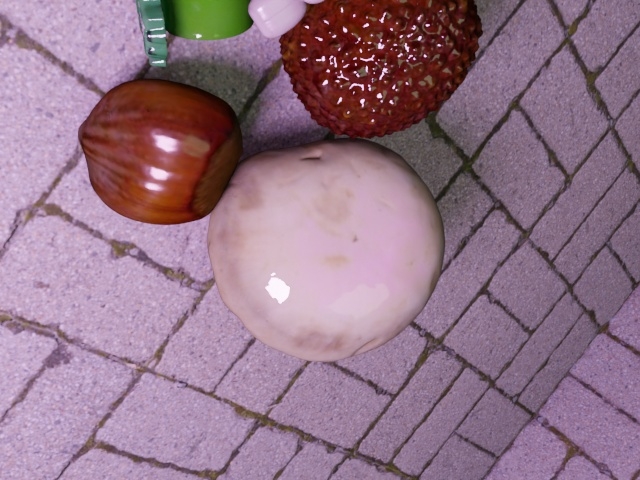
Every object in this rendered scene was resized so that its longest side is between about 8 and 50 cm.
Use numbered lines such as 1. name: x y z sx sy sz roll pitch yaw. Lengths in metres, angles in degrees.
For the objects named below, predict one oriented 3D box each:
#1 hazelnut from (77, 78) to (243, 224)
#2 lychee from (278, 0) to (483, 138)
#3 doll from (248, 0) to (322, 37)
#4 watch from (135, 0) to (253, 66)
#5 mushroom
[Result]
1. hazelnut: -0.209 -0.127 0.956 0.186 0.210 0.210 -41 140 -47
2. lychee: 0.080 -0.284 1.016 0.276 0.305 0.275 8 80 -54
3. doll: -0.007 -0.326 0.866 0.160 0.161 0.059 -23 122 21
4. watch: -0.155 -0.295 0.889 0.152 0.165 0.131 -7 129 -16
5. mushroom: -0.003 -0.008 1.084 0.353 0.353 0.325 -44 122 -7
